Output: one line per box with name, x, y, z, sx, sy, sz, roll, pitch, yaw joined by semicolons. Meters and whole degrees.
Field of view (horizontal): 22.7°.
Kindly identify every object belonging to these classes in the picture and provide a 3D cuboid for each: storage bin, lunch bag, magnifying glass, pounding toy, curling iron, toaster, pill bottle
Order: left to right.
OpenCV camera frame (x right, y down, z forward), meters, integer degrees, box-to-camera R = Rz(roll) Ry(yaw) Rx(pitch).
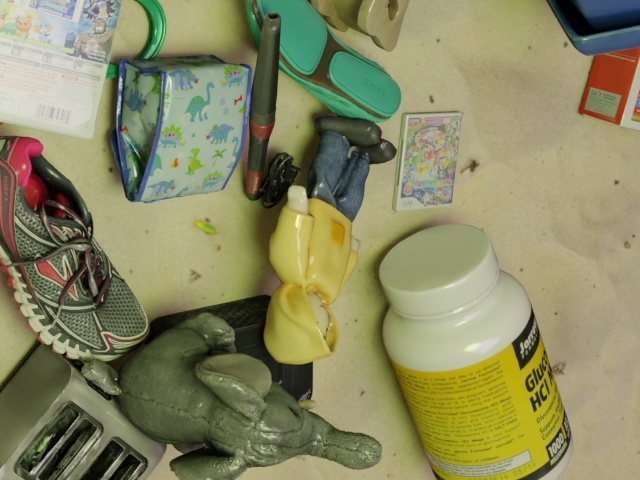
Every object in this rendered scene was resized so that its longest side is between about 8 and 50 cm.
toaster;-0.285;0.225;1.734;0.185;0.110;0.168;-51;126;-9
magnifying glass;-0.260;-0.185;1.668;0.231;0.026;0.092;-37;123;-21
lunch bag;-0.150;-0.119;1.711;0.129;0.096;0.151;-10;111;-41
storage bin;-0.105;0.144;1.849;0.180;0.084;0.122;-11;112;-32
curling iron;-0.057;-0.142;1.757;0.068;0.035;0.274;-40;148;-31
pounding toy;0.055;-0.364;1.796;0.154;0.155;0.269;-16;128;-61
pill bottle;0.188;0.154;1.989;0.188;0.188;0.334;-34;122;-21

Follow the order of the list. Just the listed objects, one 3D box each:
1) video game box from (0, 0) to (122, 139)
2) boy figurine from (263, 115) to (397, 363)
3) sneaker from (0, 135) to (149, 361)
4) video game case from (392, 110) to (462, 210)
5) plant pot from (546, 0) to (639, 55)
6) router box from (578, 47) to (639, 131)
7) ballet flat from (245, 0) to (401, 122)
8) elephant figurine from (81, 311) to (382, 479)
video game box;-0.307;-0.211;1.591;0.205;0.048;0.187;11;97;-31
boy figurine;0.000;0.000;1.804;0.177;0.092;0.285;51;50;-56
sneaker;-0.268;0.016;1.645;0.299;0.112;0.120;52;36;-36
video game case;0.133;-0.098;1.976;0.087;0.011;0.122;-5;109;-34
plant pot;0.367;-0.355;1.878;0.236;0.236;0.212;-11;122;-1
router box;0.529;-0.277;2.146;0.336;0.082;0.301;9;100;-37
ballet flat;-0.016;-0.203;1.788;0.247;0.087;0.083;35;65;-35
elephant figurine;-0.090;0.179;1.660;0.186;0.239;0.169;-38;129;-20
